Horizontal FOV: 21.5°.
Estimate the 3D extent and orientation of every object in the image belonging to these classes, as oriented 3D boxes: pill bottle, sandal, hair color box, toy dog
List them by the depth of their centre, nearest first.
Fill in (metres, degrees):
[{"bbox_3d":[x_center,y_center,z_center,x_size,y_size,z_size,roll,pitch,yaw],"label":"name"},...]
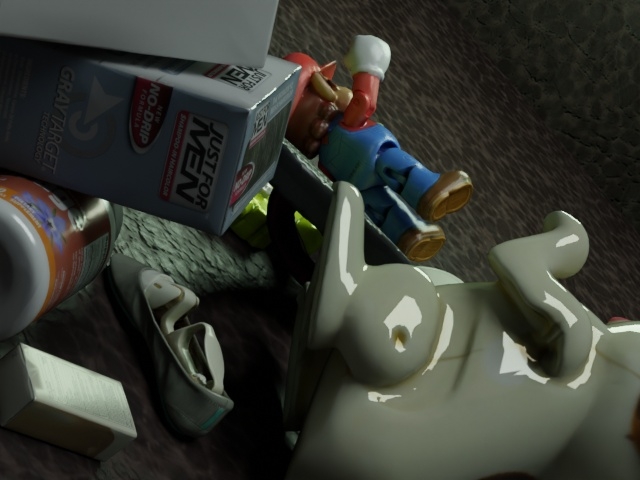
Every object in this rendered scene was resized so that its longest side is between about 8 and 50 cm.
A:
[{"bbox_3d":[-0.241,-0.002,1.379,0.121,0.121,0.216,50,20,-2],"label":"pill bottle"},{"bbox_3d":[-0.222,-0.131,1.397,0.374,0.113,0.185,17,20,7],"label":"hair color box"},{"bbox_3d":[0.179,0.153,1.567,0.408,0.284,0.395,9,50,-4],"label":"toy dog"},{"bbox_3d":[-0.002,-0.002,1.804,0.167,0.107,0.446,46,2,30],"label":"sandal"}]

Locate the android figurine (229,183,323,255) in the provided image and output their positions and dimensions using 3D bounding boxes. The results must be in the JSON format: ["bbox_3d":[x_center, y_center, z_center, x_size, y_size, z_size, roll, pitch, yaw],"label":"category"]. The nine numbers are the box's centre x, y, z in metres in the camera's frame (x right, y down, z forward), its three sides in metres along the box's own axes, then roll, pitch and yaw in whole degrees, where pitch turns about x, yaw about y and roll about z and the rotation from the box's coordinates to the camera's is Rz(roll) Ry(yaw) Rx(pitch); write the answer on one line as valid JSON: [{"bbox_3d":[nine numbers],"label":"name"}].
[{"bbox_3d":[-0.084,-0.083,1.963,0.248,0.056,0.273,51,18,0],"label":"android figurine"}]

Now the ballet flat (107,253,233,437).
[{"bbox_3d":[-0.131,0.082,1.544,0.072,0.068,0.213,26,31,-50],"label":"ballet flat"}]

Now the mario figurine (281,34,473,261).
[{"bbox_3d":[0.062,-0.127,2.133,0.320,0.198,0.170,46,1,23],"label":"mario figurine"}]

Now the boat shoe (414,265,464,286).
[{"bbox_3d":[0.133,0.130,1.995,0.109,0.091,0.305,6,27,-6],"label":"boat shoe"}]

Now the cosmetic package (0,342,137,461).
[{"bbox_3d":[-0.204,0.130,1.340,0.115,0.041,0.060,30,29,-44],"label":"cosmetic package"}]

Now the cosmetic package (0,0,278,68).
[{"bbox_3d":[-0.223,-0.248,1.318,0.365,0.155,0.197,3,21,-25],"label":"cosmetic package"}]
